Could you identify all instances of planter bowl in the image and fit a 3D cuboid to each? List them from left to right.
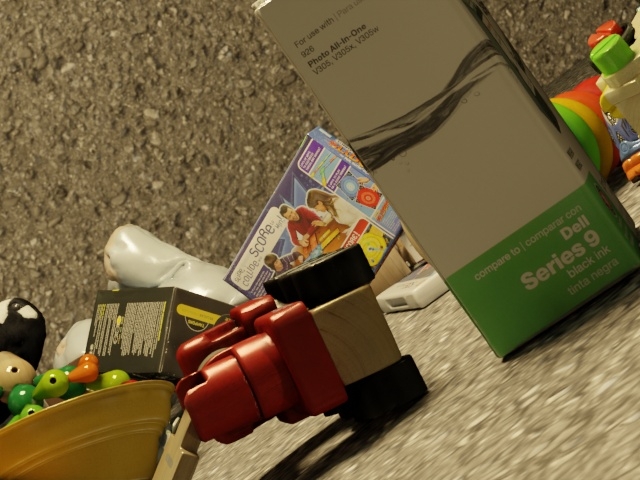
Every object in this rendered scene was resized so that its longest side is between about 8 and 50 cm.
[{"bbox_3d":[-0.228,0.218,1.922,0.217,0.090,0.217,-20,-14,-5],"label":"planter bowl"}]

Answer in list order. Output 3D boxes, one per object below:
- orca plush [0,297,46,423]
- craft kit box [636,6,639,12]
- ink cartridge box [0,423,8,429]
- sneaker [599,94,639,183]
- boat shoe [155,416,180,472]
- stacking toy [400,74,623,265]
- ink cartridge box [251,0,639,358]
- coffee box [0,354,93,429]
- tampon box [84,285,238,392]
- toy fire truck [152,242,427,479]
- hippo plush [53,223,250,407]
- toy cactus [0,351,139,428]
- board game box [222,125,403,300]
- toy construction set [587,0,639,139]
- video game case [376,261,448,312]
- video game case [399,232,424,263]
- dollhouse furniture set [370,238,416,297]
[{"bbox_3d":[-0.368,0.163,2.252,0.102,0.151,0.287,6,22,19],"label":"orca plush"},{"bbox_3d":[0.436,-0.244,1.855,0.250,0.061,0.246,-34,-13,18],"label":"craft kit box"},{"bbox_3d":[-0.419,0.334,2.095,0.226,0.131,0.306,-33,2,35],"label":"ink cartridge box"},{"bbox_3d":[0.324,-0.138,1.746,0.221,0.087,0.083,-37,4,-41],"label":"sneaker"},{"bbox_3d":[-0.200,0.208,2.165,0.095,0.079,0.254,-33,5,-8],"label":"boat shoe"},{"bbox_3d":[0.205,-0.073,1.807,0.141,0.141,0.330,-33,-3,37],"label":"stacking toy"},{"bbox_3d":[0.094,-0.082,1.394,0.121,0.289,0.211,-35,3,11],"label":"ink cartridge box"},{"bbox_3d":[-0.349,0.262,2.412,0.246,0.141,0.098,-31,4,37],"label":"coffee box"},{"bbox_3d":[-0.174,0.115,2.273,0.120,0.101,0.161,19,-14,-38],"label":"tampon box"},{"bbox_3d":[-0.061,0.127,1.458,0.246,0.158,0.217,-25,1,-10],"label":"toy fire truck"},{"bbox_3d":[-0.197,0.147,2.506,0.294,0.234,0.236,16,57,30],"label":"hippo plush"},{"bbox_3d":[-0.307,0.168,2.086,0.219,0.112,0.180,-23,23,-13],"label":"toy cactus"},{"bbox_3d":[0.000,0.000,2.078,0.201,0.136,0.035,-58,-9,28],"label":"board game box"},{"bbox_3d":[0.335,-0.181,1.602,0.215,0.151,0.327,-25,9,47],"label":"toy construction set"},{"bbox_3d":[0.155,0.005,1.985,0.201,0.023,0.183,-35,3,-10],"label":"video game case"},{"bbox_3d":[0.213,-0.080,2.046,0.210,0.042,0.232,-35,2,44],"label":"video game case"},{"bbox_3d":[0.036,-0.022,2.326,0.355,0.174,0.303,-34,2,5],"label":"dollhouse furniture set"}]
